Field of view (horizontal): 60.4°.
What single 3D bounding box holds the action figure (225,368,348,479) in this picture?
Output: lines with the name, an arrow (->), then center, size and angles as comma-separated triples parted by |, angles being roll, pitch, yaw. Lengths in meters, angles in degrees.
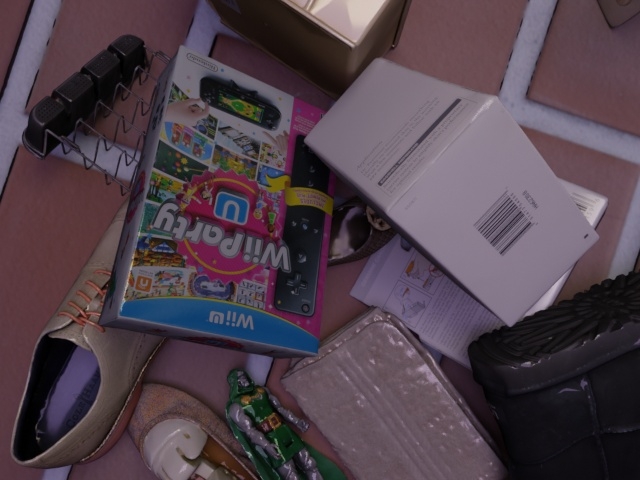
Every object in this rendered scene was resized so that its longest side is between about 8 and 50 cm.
action figure -> -0.054, 0.268, 0.728 | 0.232, 0.137, 0.063 | 51, 122, 11

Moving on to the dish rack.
dish rack -> -0.208, -0.129, 0.711 | 0.272, 0.074, 0.208 | 37, 61, -6

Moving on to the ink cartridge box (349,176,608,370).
ink cartridge box -> 0.208, 0.020, 0.752 | 0.239, 0.060, 0.275 | 29, 90, 25

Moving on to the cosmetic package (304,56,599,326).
cosmetic package -> 0.131, -0.059, 0.600 | 0.138, 0.224, 0.224 | -47, 122, 7

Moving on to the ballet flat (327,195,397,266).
ballet flat -> 0.000, 0.000, 0.748 | 0.250, 0.058, 0.084 | -21, 82, 1

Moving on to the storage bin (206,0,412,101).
storage bin -> -0.033, -0.303, 0.653 | 0.260, 0.262, 0.123 | 35, 92, 0

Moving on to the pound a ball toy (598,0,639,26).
pound a ball toy -> 0.406, -0.366, 0.623 | 0.208, 0.319, 0.135 | -22, 89, 0

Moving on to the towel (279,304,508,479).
towel -> 0.094, 0.238, 0.736 | 0.187, 0.049, 0.282 | -36, 91, 16

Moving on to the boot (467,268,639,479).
boot -> 0.401, 0.276, 0.664 | 0.367, 0.146, 0.444 | -19, 100, 0

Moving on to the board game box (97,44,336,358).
board game box -> -0.099, -0.033, 0.633 | 0.224, 0.098, 0.303 | 17, 69, -29

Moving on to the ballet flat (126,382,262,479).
ballet flat -> -0.144, 0.305, 0.723 | 0.316, 0.106, 0.107 | 37, 90, 1

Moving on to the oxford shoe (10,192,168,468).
oxford shoe -> -0.257, 0.092, 0.693 | 0.141, 0.146, 0.396 | 14, 78, 4
